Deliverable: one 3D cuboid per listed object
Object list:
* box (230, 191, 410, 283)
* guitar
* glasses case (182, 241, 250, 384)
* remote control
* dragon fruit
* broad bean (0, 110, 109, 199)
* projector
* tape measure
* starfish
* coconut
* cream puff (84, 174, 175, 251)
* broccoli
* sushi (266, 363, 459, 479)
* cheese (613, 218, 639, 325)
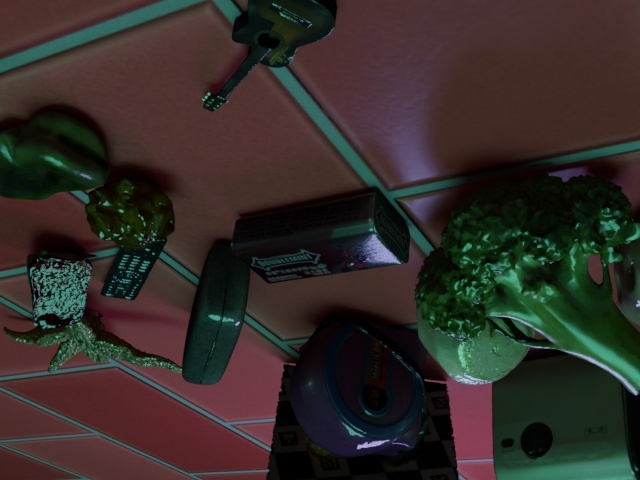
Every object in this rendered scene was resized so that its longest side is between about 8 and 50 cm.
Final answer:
[{"bbox_3d":[0.000,0.000,1.201,0.224,0.069,0.120,-8,148,27],"label":"box"},{"bbox_3d":[-0.070,-0.195,0.907,0.088,0.025,0.233,20,149,-24],"label":"guitar"},{"bbox_3d":[-0.171,0.127,1.393,0.074,0.131,0.323,9,151,-10],"label":"glasses case"},{"bbox_3d":[-0.298,0.040,1.372,0.063,0.025,0.245,15,149,-18],"label":"remote control"},{"bbox_3d":[-0.414,0.057,1.374,0.102,0.096,0.147,6,122,-20],"label":"dragon fruit"},{"bbox_3d":[-0.351,-0.099,1.104,0.153,0.072,0.206,27,155,-31],"label":"broad bean"},{"bbox_3d":[0.469,0.340,1.529,0.249,0.249,0.248,-18,144,35],"label":"projector"},{"bbox_3d":[0.073,0.252,1.475,0.245,0.232,0.149,23,147,-20],"label":"tape measure"},{"bbox_3d":[-0.429,0.187,1.603,0.301,0.084,0.293,28,148,-28],"label":"starfish"},{"bbox_3d":[0.217,0.113,1.272,0.170,0.183,0.171,-6,115,-14],"label":"coconut"},{"bbox_3d":[-0.250,-0.031,1.154,0.122,0.094,0.116,-17,160,6],"label":"cream puff"},{"bbox_3d":[0.285,0.026,1.093,0.302,0.186,0.254,11,112,-5],"label":"broccoli"},{"bbox_3d":[0.087,0.321,1.569,0.339,0.320,0.069,8,123,0],"label":"sushi"},{"bbox_3d":[0.492,0.036,1.119,0.217,0.117,0.235,13,152,-16],"label":"cheese"}]
